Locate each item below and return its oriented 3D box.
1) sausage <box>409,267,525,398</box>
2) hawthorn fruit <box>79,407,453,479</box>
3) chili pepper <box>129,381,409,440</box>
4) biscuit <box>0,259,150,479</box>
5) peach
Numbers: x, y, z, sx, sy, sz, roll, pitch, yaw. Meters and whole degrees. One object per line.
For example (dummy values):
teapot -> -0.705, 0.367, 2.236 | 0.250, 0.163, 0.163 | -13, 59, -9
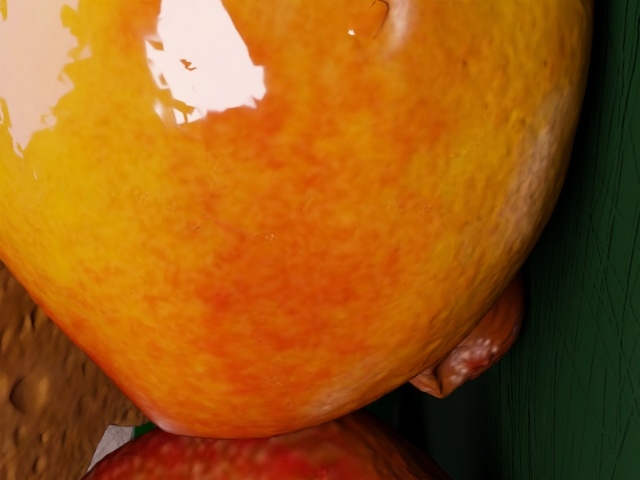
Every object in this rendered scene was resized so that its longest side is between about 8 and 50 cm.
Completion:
sausage -> 0.036, -0.068, 0.891 | 0.097, 0.094, 0.348 | 84, 173, -56
hawthorn fruit -> -0.021, 0.218, 0.886 | 0.299, 0.275, 0.275 | 63, -157, -80
chili pepper -> -0.040, 0.151, 1.310 | 0.248, 0.233, 0.256 | 111, 166, -64
biscuit -> -0.129, -0.004, 0.880 | 0.355, 0.052, 0.275 | -65, -26, -19
peach -> -0.021, -0.071, 0.681 | 0.289, 0.289, 0.307 | 109, 168, -76
